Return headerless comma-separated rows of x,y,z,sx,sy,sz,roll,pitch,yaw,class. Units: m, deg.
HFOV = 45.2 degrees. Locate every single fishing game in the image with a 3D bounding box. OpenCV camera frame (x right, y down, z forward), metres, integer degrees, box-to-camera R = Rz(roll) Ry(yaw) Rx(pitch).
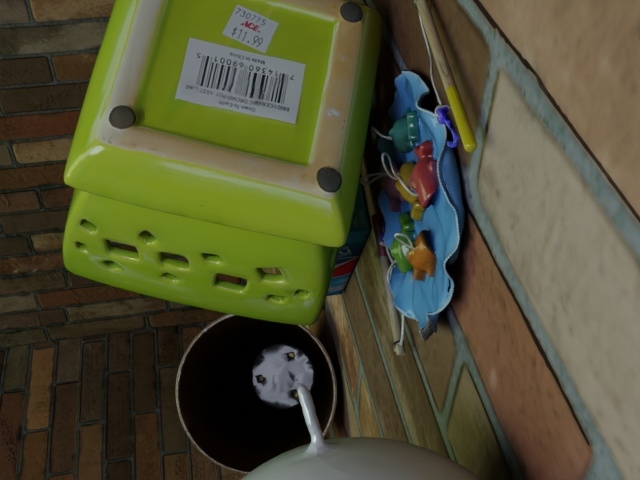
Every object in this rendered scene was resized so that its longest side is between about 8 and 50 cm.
0.057,-0.024,0.543,0.264,0.041,0.189,98,166,-59,fishing game

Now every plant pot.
-0.073,-0.080,0.607,0.207,0.228,0.227,121,161,-67,plant pot
-0.072,0.206,1.118,0.230,0.215,0.216,32,-130,-82,plant pot

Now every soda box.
0.000,0.000,0.833,0.210,0.067,0.071,105,157,-68,soda box

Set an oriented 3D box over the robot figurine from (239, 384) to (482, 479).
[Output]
0.025,0.261,0.427,0.300,0.199,0.354,23,123,48,robot figurine
